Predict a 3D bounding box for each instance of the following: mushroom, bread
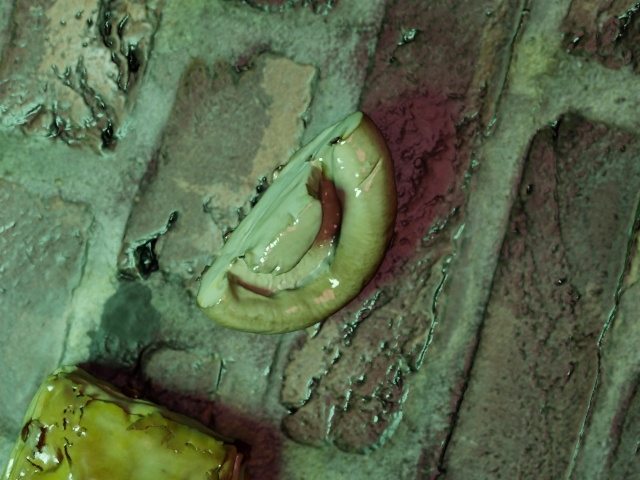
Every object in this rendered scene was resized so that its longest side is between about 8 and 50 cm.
[{"bbox_3d":[0.000,0.000,1.736,0.151,0.156,0.286,37,103,-18],"label":"mushroom"},{"bbox_3d":[-0.236,0.332,1.726,0.277,0.167,0.324,24,93,-6],"label":"bread"}]
